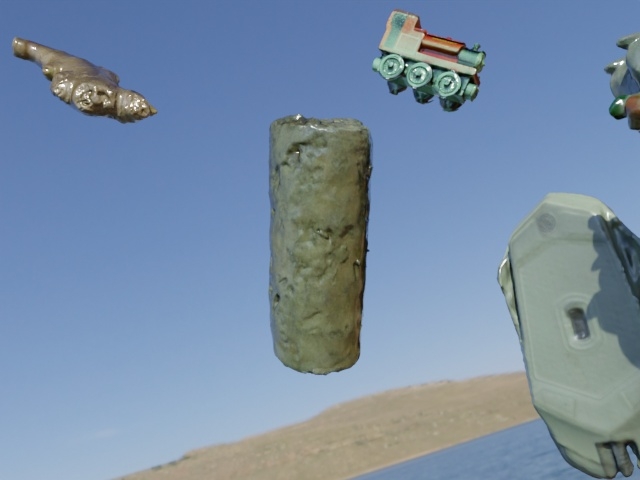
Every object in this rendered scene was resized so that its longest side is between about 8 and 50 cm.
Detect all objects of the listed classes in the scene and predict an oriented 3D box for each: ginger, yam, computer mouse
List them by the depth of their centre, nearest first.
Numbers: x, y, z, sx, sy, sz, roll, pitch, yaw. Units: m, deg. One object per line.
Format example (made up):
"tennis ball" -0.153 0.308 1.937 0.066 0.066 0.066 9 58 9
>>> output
"yam" 0.000 0.000 0.549 0.078 0.179 0.078 0 9 0
"computer mouse" 0.413 0.134 1.148 0.228 0.429 0.145 -17 -11 35
"ginger" -0.422 -0.281 1.379 0.166 0.333 0.080 6 -70 -47

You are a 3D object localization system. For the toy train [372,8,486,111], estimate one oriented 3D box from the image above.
"toy train" 0.167 -0.271 1.161 0.176 0.118 0.074 21 -4 24

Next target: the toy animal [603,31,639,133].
"toy animal" 0.406 -0.132 0.849 0.138 0.236 0.108 -22 -24 4
